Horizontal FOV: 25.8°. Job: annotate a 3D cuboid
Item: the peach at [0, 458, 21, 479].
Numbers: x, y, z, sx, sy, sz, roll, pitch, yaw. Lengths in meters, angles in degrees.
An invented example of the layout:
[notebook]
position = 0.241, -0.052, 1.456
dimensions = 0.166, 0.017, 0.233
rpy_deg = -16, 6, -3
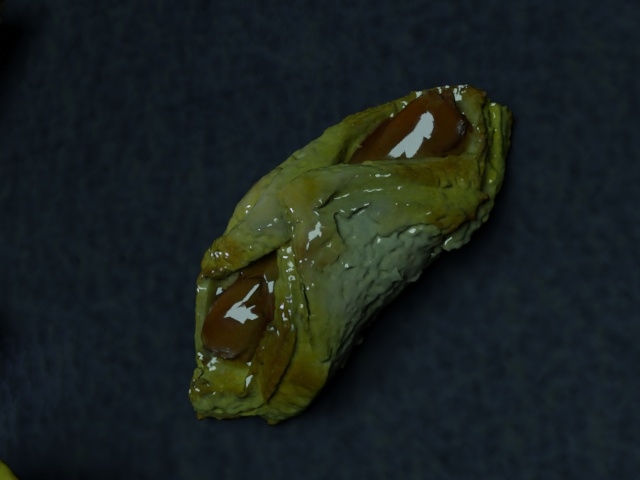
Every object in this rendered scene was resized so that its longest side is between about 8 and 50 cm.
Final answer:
[peach]
position = -0.204, 0.149, 0.503
dimensions = 0.267, 0.159, 0.153
rpy_deg = 4, 100, 23

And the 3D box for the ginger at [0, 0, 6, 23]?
[ginger]
position = -0.277, -0.106, 0.659
dimensions = 0.299, 0.065, 0.118
rpy_deg = 0, 61, 21

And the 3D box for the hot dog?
[hot dog]
position = 0.000, 0.000, 0.517
dimensions = 0.169, 0.061, 0.078
rpy_deg = -48, 62, 3
